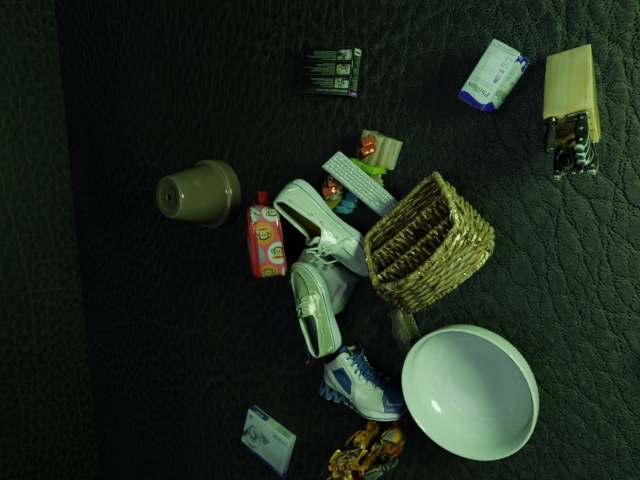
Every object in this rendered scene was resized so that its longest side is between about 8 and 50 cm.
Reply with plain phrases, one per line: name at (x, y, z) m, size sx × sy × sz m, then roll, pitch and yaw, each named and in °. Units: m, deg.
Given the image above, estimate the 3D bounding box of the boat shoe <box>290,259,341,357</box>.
boat shoe at (-0.025, 0.208, 1.343) m, size 0.109 × 0.094 × 0.302 m, roll -25°, pitch 86°, yaw 40°

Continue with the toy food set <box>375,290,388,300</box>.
toy food set at (0.199, 0.139, 1.315) m, size 0.083 × 0.020 × 0.083 m, roll -10°, pitch 93°, yaw 37°

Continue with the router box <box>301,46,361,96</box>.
router box at (0.029, -0.500, 1.307) m, size 0.179 × 0.046 × 0.133 m, roll 16°, pitch 108°, yaw 33°

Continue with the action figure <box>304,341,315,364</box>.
action figure at (-0.037, 0.372, 1.524) m, size 0.038 × 0.030 × 0.115 m, roll 6°, pitch 100°, yaw 40°

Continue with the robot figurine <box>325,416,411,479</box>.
robot figurine at (0.136, 0.608, 1.278) m, size 0.211 × 0.291 × 0.084 m, roll -26°, pitch 83°, yaw 35°

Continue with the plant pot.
plant pot at (-0.458, -0.167, 1.606) m, size 0.263 × 0.229 × 0.262 m, roll 6°, pitch 101°, yaw 35°

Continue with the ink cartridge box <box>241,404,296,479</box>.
ink cartridge box at (-0.210, 0.792, 1.711) m, size 0.224 × 0.045 × 0.223 m, roll 24°, pitch 112°, yaw 30°

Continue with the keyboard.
keyboard at (0.123, -0.147, 1.231) m, size 0.256 × 0.014 × 0.072 m, roll 37°, pitch 126°, yaw -18°

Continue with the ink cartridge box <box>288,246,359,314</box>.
ink cartridge box at (0.008, 0.128, 1.412) m, size 0.191 × 0.082 × 0.139 m, roll 38°, pitch 119°, yaw 23°

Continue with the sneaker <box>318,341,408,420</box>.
sneaker at (0.122, 0.417, 1.355) m, size 0.316 × 0.128 × 0.182 m, roll 6°, pitch 104°, yaw 37°

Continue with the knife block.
knife block at (0.502, -0.264, 0.888) m, size 0.088 × 0.242 × 0.275 m, roll -6°, pitch 95°, yaw 35°

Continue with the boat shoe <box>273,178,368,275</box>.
boat shoe at (0.003, -0.004, 1.280) m, size 0.367 × 0.156 × 0.136 m, roll 48°, pitch 144°, yaw -9°

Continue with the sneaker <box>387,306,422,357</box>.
sneaker at (0.250, 0.285, 1.290) m, size 0.071 × 0.066 × 0.188 m, roll -22°, pitch 79°, yaw 53°

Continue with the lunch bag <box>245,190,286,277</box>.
lunch bag at (-0.177, -0.029, 1.406) m, size 0.120 × 0.293 × 0.257 m, roll -6°, pitch 100°, yaw -8°

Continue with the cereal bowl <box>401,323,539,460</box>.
cereal bowl at (0.391, 0.373, 1.145) m, size 0.339 × 0.141 × 0.338 m, roll 8°, pitch 103°, yaw 35°

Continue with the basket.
basket at (0.246, 0.018, 1.109) m, size 0.223 × 0.213 × 0.299 m, roll 45°, pitch 123°, yaw -3°

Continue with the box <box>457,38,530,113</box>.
box at (0.400, -0.371, 1.015) m, size 0.072 × 0.126 × 0.137 m, roll 42°, pitch 120°, yaw 21°

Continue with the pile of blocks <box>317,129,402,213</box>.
pile of blocks at (0.084, -0.166, 1.287) m, size 0.149 × 0.113 × 0.362 m, roll 52°, pitch 123°, yaw 17°
